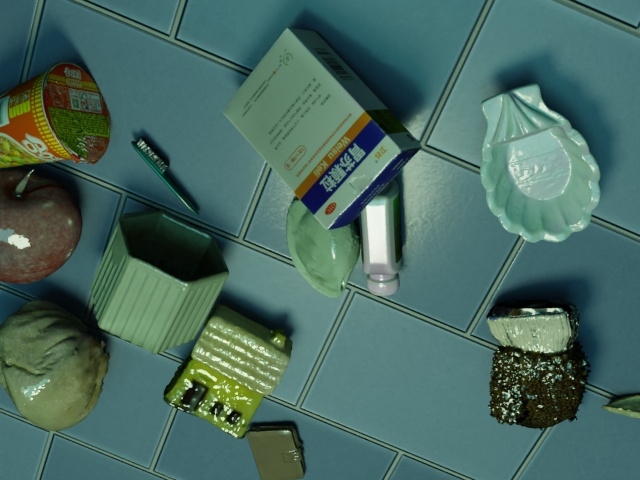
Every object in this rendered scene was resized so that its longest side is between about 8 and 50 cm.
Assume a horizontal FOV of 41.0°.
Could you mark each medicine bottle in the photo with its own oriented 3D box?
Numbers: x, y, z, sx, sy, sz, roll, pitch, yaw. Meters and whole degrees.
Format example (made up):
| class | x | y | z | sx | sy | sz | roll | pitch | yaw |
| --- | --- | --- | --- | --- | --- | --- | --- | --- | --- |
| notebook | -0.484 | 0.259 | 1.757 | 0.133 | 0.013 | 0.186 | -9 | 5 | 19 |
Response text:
| class | x | y | z | sx | sy | sz | roll | pitch | yaw |
| --- | --- | --- | --- | --- | --- | --- | --- | --- | --- |
| medicine bottle | 0.115 | -0.004 | 1.617 | 0.078 | 0.115 | 0.219 | 0 | 115 | 9 |

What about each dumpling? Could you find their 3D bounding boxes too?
| class | x | y | z | sx | sy | sz | roll | pitch | yaw |
| --- | --- | --- | --- | --- | --- | --- | --- | --- | --- |
| dumpling | 0.015 | 0.000 | 1.655 | 0.108 | 0.153 | 0.219 | -6 | 109 | -33 |

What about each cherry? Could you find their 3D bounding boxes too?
| class | x | y | z | sx | sy | sz | roll | pitch | yaw |
| --- | --- | --- | --- | --- | --- | --- | --- | --- | --- |
| cherry | -0.590 | -0.030 | 1.666 | 0.236 | 0.213 | 0.285 | 29 | 130 | -2 |

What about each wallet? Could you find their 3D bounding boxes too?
| class | x | y | z | sx | sy | sz | roll | pitch | yaw |
| --- | --- | --- | --- | --- | --- | --- | --- | --- | --- |
| wallet | -0.096 | 0.476 | 1.923 | 0.118 | 0.039 | 0.152 | -3 | 118 | 13 |

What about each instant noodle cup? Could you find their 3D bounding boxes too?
| class | x | y | z | sx | sy | sz | roll | pitch | yaw |
| --- | --- | --- | --- | --- | --- | --- | --- | --- | --- |
| instant noodle cup | -0.536 | -0.215 | 1.603 | 0.212 | 0.193 | 0.193 | -11 | 113 | 22 |

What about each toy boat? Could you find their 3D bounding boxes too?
| class | x | y | z | sx | sy | sz | roll | pitch | yaw |
| --- | --- | --- | --- | --- | --- | --- | --- | --- | --- |
| toy boat | 0.380 | -0.139 | 1.519 | 0.199 | 0.100 | 0.290 | -17 | 112 | 16 |

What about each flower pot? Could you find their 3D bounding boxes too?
| class | x | y | z | sx | sy | sz | roll | pitch | yaw |
| --- | --- | --- | --- | --- | --- | --- | --- | --- | --- |
| flower pot | -0.316 | 0.078 | 1.675 | 0.209 | 0.239 | 0.189 | 11 | 120 | -33 |

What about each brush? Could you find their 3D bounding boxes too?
| class | x | y | z | sx | sy | sz | roll | pitch | yaw |
| --- | --- | --- | --- | --- | --- | --- | --- | --- | --- |
| brush | -0.295 | -0.127 | 1.671 | 0.032 | 0.043 | 0.193 | -40 | 105 | 6 |

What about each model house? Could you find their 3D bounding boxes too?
| class | x | y | z | sx | sy | sz | roll | pitch | yaw |
| --- | --- | --- | --- | --- | --- | --- | --- | --- | --- |
| model house | -0.180 | 0.251 | 1.774 | 0.193 | 0.175 | 0.234 | 29 | 106 | -4 |

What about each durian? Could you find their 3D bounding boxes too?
| class | x | y | z | sx | sy | sz | roll | pitch | yaw |
| --- | --- | --- | --- | --- | --- | --- | --- | --- | --- |
| durian | 0.633 | 0.344 | 1.725 | 0.130 | 0.066 | 0.052 | 7 | 116 | 17 |

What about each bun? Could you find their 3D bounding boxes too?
| class | x | y | z | sx | sy | sz | roll | pitch | yaw |
| --- | --- | --- | --- | --- | --- | --- | --- | --- | --- |
| bun | -0.558 | 0.251 | 1.794 | 0.205 | 0.281 | 0.281 | -41 | 104 | -2 |

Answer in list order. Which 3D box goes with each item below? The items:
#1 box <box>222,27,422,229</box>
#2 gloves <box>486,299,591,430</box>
| class | x | y | z | sx | sy | sz | roll | pitch | yaw |
| --- | --- | --- | --- | --- | --- | --- | --- | --- | --- |
| box | -0.001 | -0.196 | 1.492 | 0.299 | 0.106 | 0.200 | 50 | 117 | 13 |
| gloves | 0.421 | 0.258 | 1.681 | 0.210 | 0.135 | 0.312 | -14 | 114 | 11 |
